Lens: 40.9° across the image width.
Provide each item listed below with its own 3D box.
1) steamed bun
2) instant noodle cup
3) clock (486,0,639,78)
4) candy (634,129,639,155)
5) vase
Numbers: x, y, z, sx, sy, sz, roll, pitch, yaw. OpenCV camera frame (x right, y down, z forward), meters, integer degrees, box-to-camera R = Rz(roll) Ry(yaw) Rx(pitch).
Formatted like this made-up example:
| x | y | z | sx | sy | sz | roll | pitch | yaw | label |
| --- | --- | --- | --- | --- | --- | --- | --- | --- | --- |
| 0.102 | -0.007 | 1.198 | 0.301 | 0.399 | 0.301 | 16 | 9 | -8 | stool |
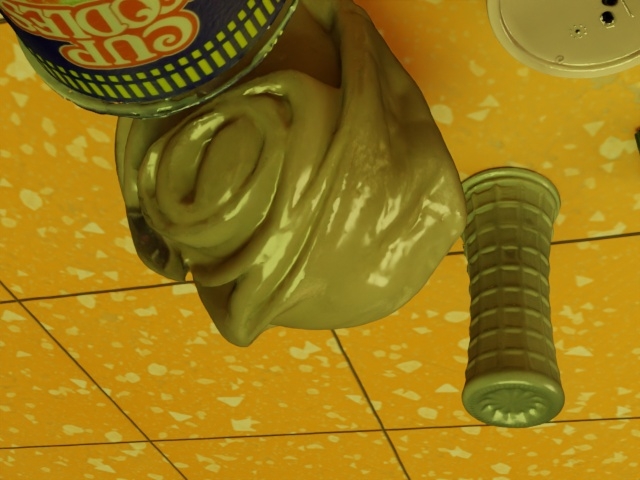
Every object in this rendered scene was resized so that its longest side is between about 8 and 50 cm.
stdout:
| x | y | z | sx | sy | sz | roll | pitch | yaw | label |
| --- | --- | --- | --- | --- | --- | --- | --- | --- | --- |
| -0.060 | -0.064 | 0.857 | 0.342 | 0.255 | 0.368 | -46 | 74 | 31 | steamed bun |
| -0.176 | -0.276 | 0.616 | 0.284 | 0.284 | 0.312 | -1 | 165 | 11 | instant noodle cup |
| 0.257 | -0.252 | 0.821 | 0.197 | 0.068 | 0.197 | 4 | 141 | 4 | clock |
| 0.468 | -0.099 | 0.974 | 0.194 | 0.062 | 0.097 | -14 | 135 | 23 | candy |
| 0.224 | 0.068 | 1.030 | 0.143 | 0.299 | 0.143 | 5 | 141 | 4 | vase |
